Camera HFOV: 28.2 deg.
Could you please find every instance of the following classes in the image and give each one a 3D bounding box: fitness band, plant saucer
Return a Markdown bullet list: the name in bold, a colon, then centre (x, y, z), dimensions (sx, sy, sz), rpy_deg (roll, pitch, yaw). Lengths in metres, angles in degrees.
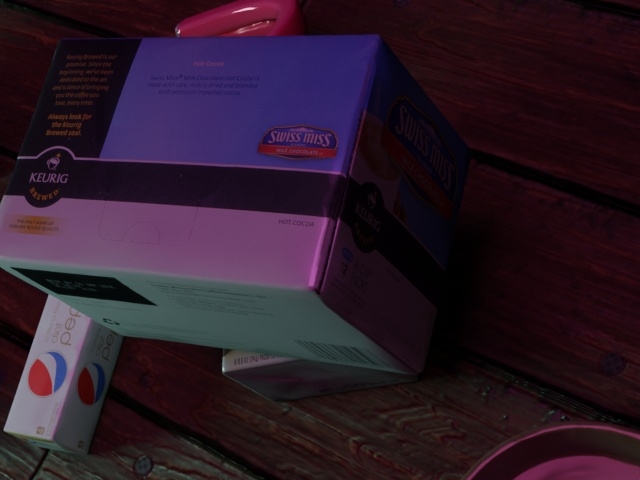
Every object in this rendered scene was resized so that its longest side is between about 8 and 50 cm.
- **fitness band**: centre (-0.138, -0.197, 1.447), dimensions (0.291, 0.054, 0.209), rpy_deg (-10, 32, 38)
- **plant saucer**: centre (0.225, 0.294, 1.104), dimensions (0.278, 0.041, 0.278), rpy_deg (-11, 62, 22)

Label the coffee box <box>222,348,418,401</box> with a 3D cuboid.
- **coffee box**: centre (0.000, 0.000, 1.311), dimensions (0.168, 0.119, 0.297), rpy_deg (-12, 62, 24)

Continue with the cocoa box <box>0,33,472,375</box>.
- **cocoa box**: centre (-0.076, -0.036, 1.152), dimensions (0.347, 0.231, 0.228), rpy_deg (4, 70, 29)

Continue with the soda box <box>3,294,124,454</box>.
- **soda box**: centre (-0.275, 0.125, 1.428), dimensions (0.074, 0.069, 0.216), rpy_deg (5, 70, 29)
